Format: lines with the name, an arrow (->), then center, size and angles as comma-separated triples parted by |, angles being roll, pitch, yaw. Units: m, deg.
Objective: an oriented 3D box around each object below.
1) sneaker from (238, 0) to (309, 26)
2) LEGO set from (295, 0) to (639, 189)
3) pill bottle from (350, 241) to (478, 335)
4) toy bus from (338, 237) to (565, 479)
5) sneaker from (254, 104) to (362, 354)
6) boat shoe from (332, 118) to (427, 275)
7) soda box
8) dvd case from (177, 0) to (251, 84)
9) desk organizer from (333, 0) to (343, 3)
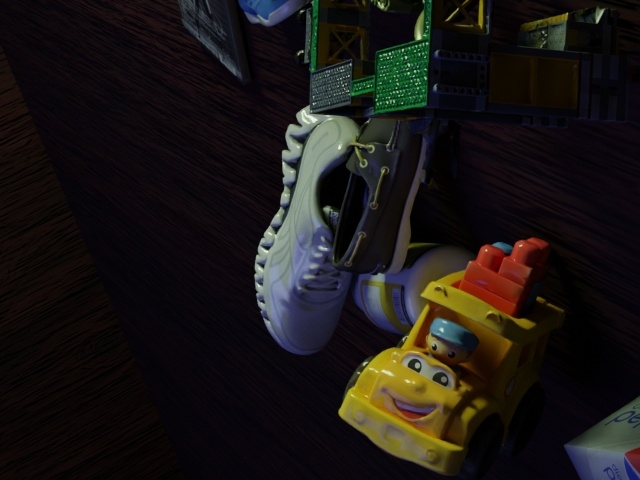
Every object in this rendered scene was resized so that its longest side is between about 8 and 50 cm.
sneaker -> -0.064, -0.285, 1.515 | 0.084, 0.058, 0.152 | 58, 169, -18
LEGO set -> 0.124, -0.188, 1.083 | 0.331, 0.192, 0.255 | 161, 110, -68
pill bottle -> 0.103, 0.053, 1.501 | 0.103, 0.103, 0.184 | 65, 161, -12
toy bus -> 0.140, 0.095, 1.287 | 0.149, 0.220, 0.211 | 28, 110, 23
sneaker -> 0.000, 0.000, 1.523 | 0.118, 0.110, 0.292 | -136, 50, -59
boat shoe -> 0.059, -0.069, 1.386 | 0.081, 0.069, 0.227 | -128, 41, -59
soda box -> 0.324, 0.194, 1.144 | 0.091, 0.098, 0.286 | 63, 162, -5
dvd case -> -0.150, -0.323, 1.745 | 0.164, 0.018, 0.221 | 46, 157, 40
desk organizer -> 0.016, -0.286, 1.329 | 0.050, 0.047, 0.130 | 47, 157, 29
